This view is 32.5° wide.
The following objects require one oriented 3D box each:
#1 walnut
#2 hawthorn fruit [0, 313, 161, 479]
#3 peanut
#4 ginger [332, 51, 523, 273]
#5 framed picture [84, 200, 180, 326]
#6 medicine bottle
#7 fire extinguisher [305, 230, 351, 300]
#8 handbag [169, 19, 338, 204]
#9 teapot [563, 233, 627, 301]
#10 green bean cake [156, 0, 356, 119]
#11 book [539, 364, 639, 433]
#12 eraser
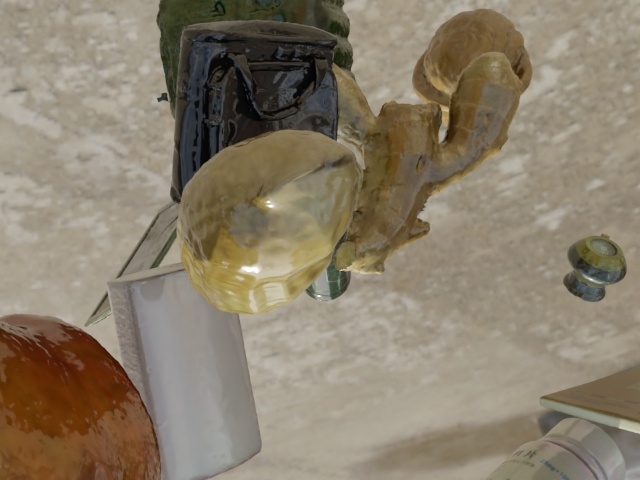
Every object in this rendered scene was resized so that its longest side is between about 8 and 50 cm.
[{"bbox_3d":[0.302,-0.337,2.204,0.257,0.257,0.224,-14,132,-2],"label":"walnut"},{"bbox_3d":[-0.359,0.288,1.057,0.472,0.471,0.472,-12,154,-6],"label":"hawthorn fruit"},{"bbox_3d":[-0.063,-0.013,1.138,0.174,0.158,0.340,14,166,-3],"label":"peanut"},{"bbox_3d":[0.149,-0.122,1.714,0.363,0.348,0.122,-2,175,-19],"label":"ginger"},{"bbox_3d":[-0.308,0.020,1.987,0.018,0.293,0.231,38,147,-17],"label":"framed picture"},{"bbox_3d":[0.338,0.406,1.693,0.293,0.170,0.170,-32,167,-35],"label":"medicine bottle"},{"bbox_3d":[0.000,0.000,1.841,0.095,0.114,0.311,-4,159,2],"label":"fire extinguisher"},{"bbox_3d":[-0.075,-0.160,1.419,0.088,0.244,0.275,13,-166,40],"label":"handbag"},{"bbox_3d":[0.588,0.051,2.354,0.130,0.165,0.119,24,126,10],"label":"teapot"},{"bbox_3d":[-0.118,-0.310,1.924,0.335,0.319,0.218,-10,-178,17],"label":"green bean cake"},{"bbox_3d":[0.558,0.221,1.640,0.389,0.032,0.269,-10,-171,-30],"label":"book"},{"bbox_3d":[-0.171,0.166,1.418,0.095,0.270,0.174,-6,-174,45],"label":"eraser"}]
